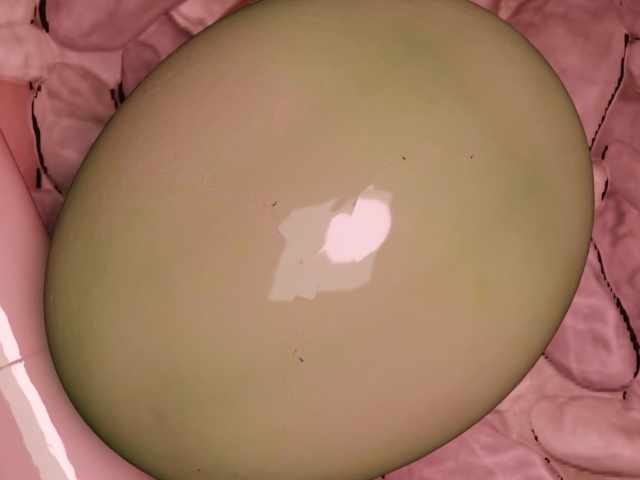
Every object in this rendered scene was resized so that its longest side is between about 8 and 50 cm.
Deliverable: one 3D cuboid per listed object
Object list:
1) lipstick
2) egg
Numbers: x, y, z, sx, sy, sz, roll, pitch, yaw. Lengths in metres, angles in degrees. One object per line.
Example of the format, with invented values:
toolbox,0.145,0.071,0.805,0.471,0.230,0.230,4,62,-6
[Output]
lipstick,-0.171,0.022,0.642,0.087,0.087,0.327,-24,92,-9
egg,0.000,0.000,0.602,0.270,0.220,0.220,-38,94,-10
